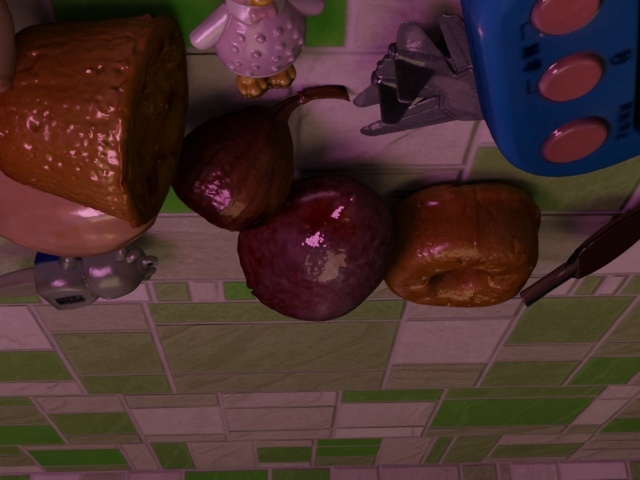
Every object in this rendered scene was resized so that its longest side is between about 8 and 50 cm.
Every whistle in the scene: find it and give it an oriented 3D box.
[{"bbox_3d":[-0.340,0.044,1.338,0.244,0.092,0.110,-9,155,12],"label":"whistle"}]

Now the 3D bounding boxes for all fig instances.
[{"bbox_3d":[-0.066,-0.105,1.042,0.133,0.146,0.201,38,114,-12],"label":"fig"}]

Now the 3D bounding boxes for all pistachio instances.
[{"bbox_3d":[-0.274,-0.060,1.069,0.229,0.157,0.157,-2,155,17],"label":"pistachio"}]

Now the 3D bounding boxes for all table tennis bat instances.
[{"bbox_3d":[0.367,0.022,1.317,0.220,0.019,0.130,-34,154,0],"label":"table tennis bat"}]

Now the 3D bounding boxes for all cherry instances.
[{"bbox_3d":[0.000,0.000,1.184,0.192,0.175,0.250,20,151,-12],"label":"cherry"}]

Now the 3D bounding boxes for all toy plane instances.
[{"bbox_3d":[0.179,-0.161,0.972,0.267,0.088,0.212,-1,156,-20],"label":"toy plane"}]

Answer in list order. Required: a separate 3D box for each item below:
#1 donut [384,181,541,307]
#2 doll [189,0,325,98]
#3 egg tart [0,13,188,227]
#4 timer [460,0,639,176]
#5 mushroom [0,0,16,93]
[{"bbox_3d":[0.184,0.009,1.280,0.226,0.114,0.226,0,155,0],"label":"donut"},{"bbox_3d":[-0.057,-0.207,0.856,0.129,0.081,0.207,-19,153,-7],"label":"doll"},{"bbox_3d":[-0.217,-0.122,0.920,0.147,0.203,0.202,9,155,7],"label":"egg tart"},{"bbox_3d":[0.271,-0.198,0.790,0.309,0.115,0.340,-21,148,5],"label":"timer"},{"bbox_3d":[-0.342,-0.206,0.792,0.236,0.162,0.173,11,-176,14],"label":"mushroom"}]
